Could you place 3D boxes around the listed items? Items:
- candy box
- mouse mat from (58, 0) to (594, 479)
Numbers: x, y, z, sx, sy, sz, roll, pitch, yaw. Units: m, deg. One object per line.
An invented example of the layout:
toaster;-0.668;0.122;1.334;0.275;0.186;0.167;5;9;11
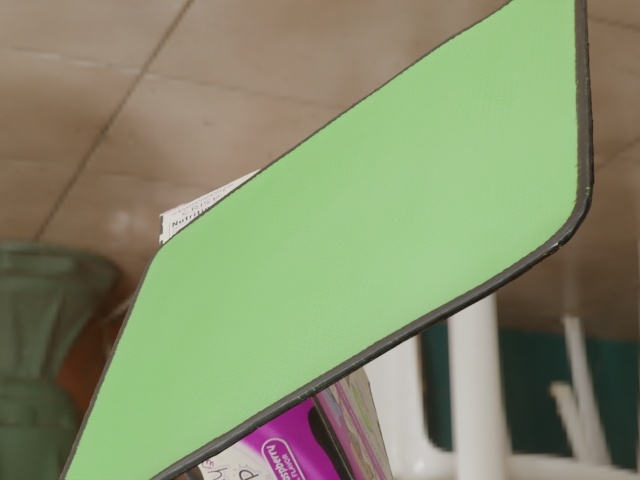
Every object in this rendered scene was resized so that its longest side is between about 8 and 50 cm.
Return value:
candy box;-0.020;0.081;0.730;0.071;0.233;0.159;-23;113;5
mouse mat;0.000;0.000;0.413;0.189;0.153;0.007;-32;114;28
